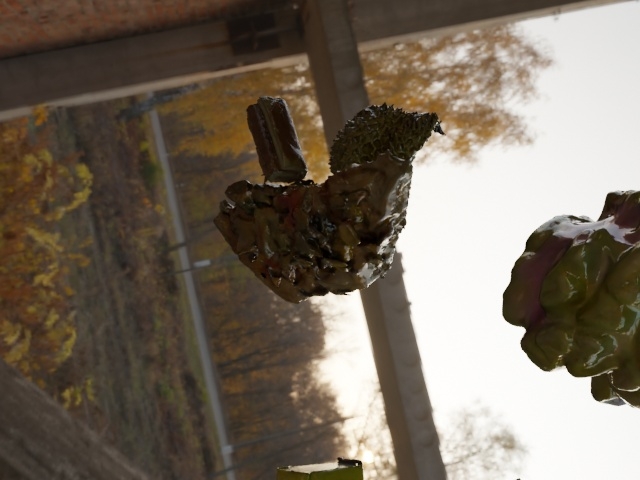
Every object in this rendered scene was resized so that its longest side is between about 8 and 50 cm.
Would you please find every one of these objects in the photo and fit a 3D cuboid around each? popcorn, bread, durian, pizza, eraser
[{"bbox_3d":[0.178,0.031,0.429,0.126,0.125,0.145,41,9,13],"label":"popcorn"},{"bbox_3d":[-0.040,-0.094,0.689,0.036,0.047,0.083,-41,-120,46],"label":"bread"},{"bbox_3d":[0.111,-0.177,1.307,0.137,0.237,0.193,49,-26,4],"label":"durian"},{"bbox_3d":[0.000,0.000,0.699,0.069,0.226,0.147,-54,128,-45],"label":"pizza"},{"bbox_3d":[0.002,0.469,1.167,0.069,0.158,0.225,-11,-105,41],"label":"eraser"}]

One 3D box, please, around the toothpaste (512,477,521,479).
[{"bbox_3d":[0.324,0.473,1.188,0.034,0.046,0.164,52,26,-41],"label":"toothpaste"}]
